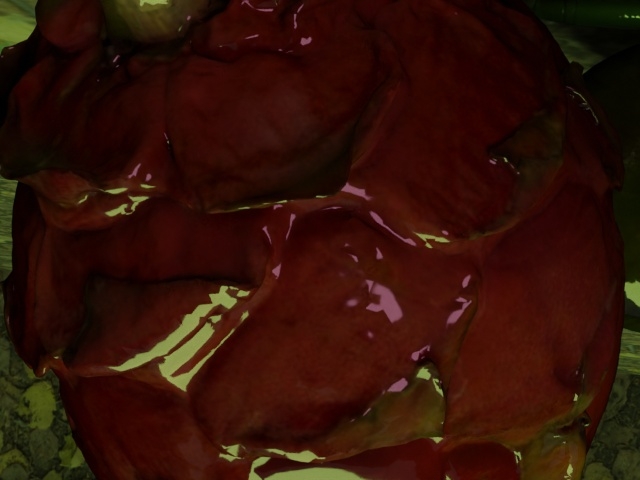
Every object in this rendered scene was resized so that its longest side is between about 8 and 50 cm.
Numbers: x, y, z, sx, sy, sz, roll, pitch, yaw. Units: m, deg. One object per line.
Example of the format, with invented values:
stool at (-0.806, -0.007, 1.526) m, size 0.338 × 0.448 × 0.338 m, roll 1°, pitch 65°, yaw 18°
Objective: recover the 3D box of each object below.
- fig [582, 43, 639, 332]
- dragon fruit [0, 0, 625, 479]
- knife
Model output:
fig at (0.172, -0.031, 0.757) m, size 0.151 × 0.151 × 0.259 m, roll 8°, pitch -175°, yaw -3°
dragon fruit at (0.000, 0.000, 0.583) m, size 0.278 × 0.277 × 0.342 m, roll 3°, pitch 132°, yaw 32°
knife at (0.141, -0.109, 0.666) m, size 0.212 × 0.015 × 0.054 m, roll 6°, pitch 173°, yaw 11°
